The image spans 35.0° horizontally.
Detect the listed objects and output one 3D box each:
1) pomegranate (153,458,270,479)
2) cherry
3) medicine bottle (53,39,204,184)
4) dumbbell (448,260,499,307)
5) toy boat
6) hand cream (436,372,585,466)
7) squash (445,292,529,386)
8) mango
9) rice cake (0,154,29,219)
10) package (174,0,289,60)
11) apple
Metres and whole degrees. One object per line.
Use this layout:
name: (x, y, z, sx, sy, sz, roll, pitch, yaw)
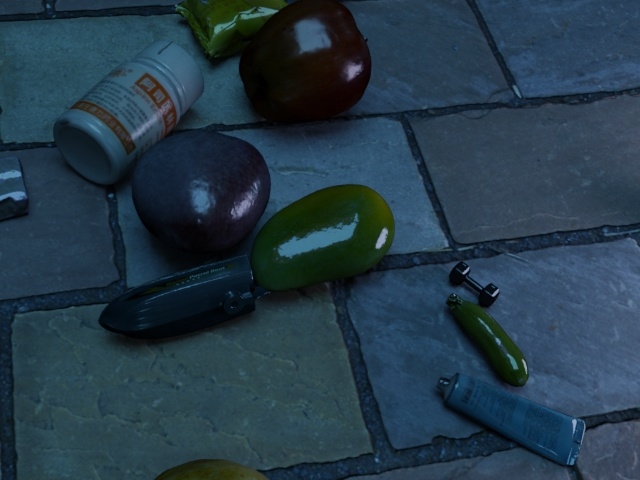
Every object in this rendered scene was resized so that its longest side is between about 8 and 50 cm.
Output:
pomegranate: (-0.134, 0.364, 1.226, 0.207, 0.207, 0.207, 4, 52, -5)
cherry: (-0.183, -0.075, 1.565, 0.213, 0.183, 0.266, -6, 22, 3)
medicine bottle: (-0.315, -0.218, 1.693, 0.144, 0.144, 0.252, 26, 52, 13)
dumbbell: (0.244, 0.070, 1.611, 0.083, 0.040, 0.036, 38, 26, 21)
toy boat: (-0.208, 0.087, 1.499, 0.246, 0.093, 0.103, -16, 36, -19)
hand cream: (0.274, 0.251, 1.476, 0.224, 0.048, 0.083, 25, 53, 4)
squash: (0.256, 0.148, 1.544, 0.052, 0.052, 0.183, -23, 56, -23)
mango: (0.000, 0.000, 1.589, 0.251, 0.114, 0.156, -25, 66, -15)
rice cake: (-0.602, -0.053, 1.580, 0.298, 0.050, 0.106, -16, 56, -20)
package: (-0.144, -0.420, 1.906, 0.226, 0.090, 0.168, -18, 55, -18)
apple: (-0.022, -0.309, 1.759, 0.234, 0.234, 0.234, 4, 52, -5)
